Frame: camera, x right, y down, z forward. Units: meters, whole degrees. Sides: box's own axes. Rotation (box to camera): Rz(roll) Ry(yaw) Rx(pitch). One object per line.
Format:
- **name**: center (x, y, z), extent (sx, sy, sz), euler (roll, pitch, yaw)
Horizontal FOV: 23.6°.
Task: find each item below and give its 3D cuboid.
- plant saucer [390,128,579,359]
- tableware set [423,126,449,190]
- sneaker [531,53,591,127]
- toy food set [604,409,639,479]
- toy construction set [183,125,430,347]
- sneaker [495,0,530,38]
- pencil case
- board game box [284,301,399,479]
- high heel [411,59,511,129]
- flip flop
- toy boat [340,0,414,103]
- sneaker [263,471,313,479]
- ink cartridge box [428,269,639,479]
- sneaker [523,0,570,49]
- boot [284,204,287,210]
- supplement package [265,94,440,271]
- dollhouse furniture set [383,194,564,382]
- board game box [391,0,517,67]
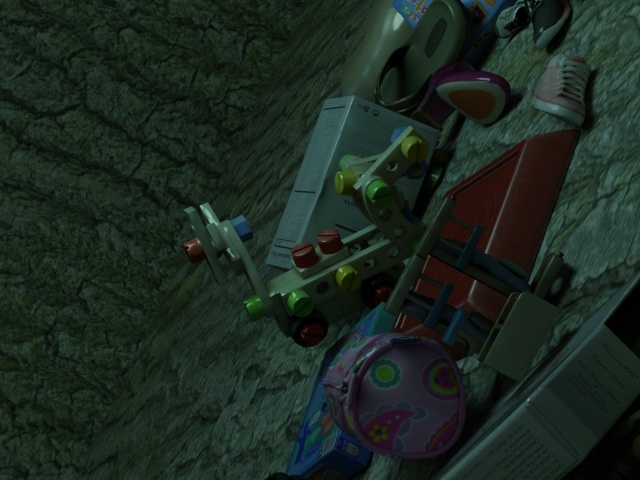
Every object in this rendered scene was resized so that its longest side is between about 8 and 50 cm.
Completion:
- **plant saucer**: center (0.166, 0.012, 1.685), extent (0.259, 0.047, 0.258), euler (-35, 30, 63)
- **tableware set**: center (0.131, -0.080, 2.091), extent (0.154, 0.024, 0.104), euler (-44, 25, 52)
- **sneaker**: center (0.265, -0.166, 1.658), extent (0.134, 0.051, 0.070), euler (-99, 34, -77)
- **toy food set**: center (0.231, 0.185, 1.117), extent (0.078, 0.019, 0.122), euler (-47, 27, 51)
- **toy construction set**: center (0.000, 0.000, 1.888), extent (0.327, 0.215, 0.151), euler (-18, 31, 2)
- **sneaker**: center (0.256, -0.291, 2.017), extent (0.083, 0.032, 0.037), euler (-50, 16, 44)
- **pencil case**: center (0.068, 0.150, 1.516), extent (0.124, 0.124, 0.284), euler (-62, 1, -4)
- **board game box**: center (0.030, 0.196, 1.829), extent (0.160, 0.047, 0.210), euler (-46, 20, 53)
- **high heel**: center (0.203, -0.208, 1.985), extent (0.117, 0.082, 0.244), euler (-52, 7, -16)
- **flip flop**: center (0.122, -0.219, 2.145), extent (0.112, 0.080, 0.277), euler (51, 131, 30)
- **toy boat**: center (0.146, -0.343, 2.379), extent (0.267, 0.148, 0.318), euler (135, 152, -67)
- **sneaker**: center (-0.058, 0.369, 1.577), extent (0.296, 0.147, 0.104), euler (-63, 14, 0)
- **ink cartridge box**: center (0.168, 0.170, 1.292), extent (0.261, 0.066, 0.296), euler (-37, -10, -48)
- **sneaker**: center (0.269, -0.295, 1.894), extent (0.061, 0.065, 0.158), euler (-51, 16, 40)
- **boot**: center (0.017, -0.040, 2.285), extent (0.137, 0.077, 0.198), euler (-52, 29, 23)
- **supplement package**: center (0.041, -0.055, 2.050), extent (0.244, 0.134, 0.139), euler (-70, 16, -3)
- **dollhouse furniture set**: center (0.148, 0.040, 1.419), extent (0.129, 0.129, 0.184), euler (-62, -1, -1)
- **board game box**: center (0.208, -0.363, 2.136), extent (0.160, 0.039, 0.211), euler (52, 121, 30)
